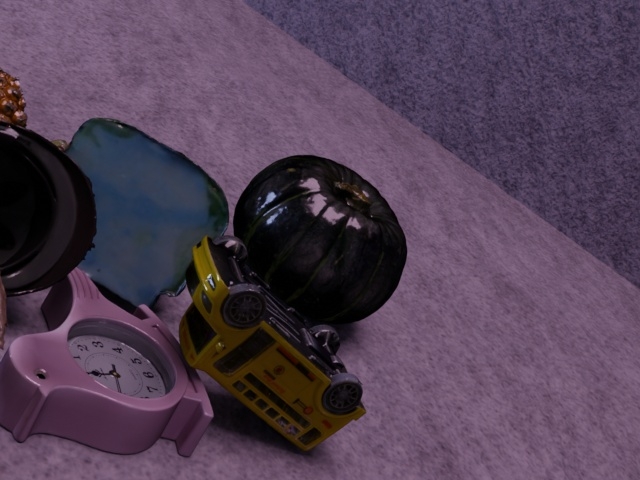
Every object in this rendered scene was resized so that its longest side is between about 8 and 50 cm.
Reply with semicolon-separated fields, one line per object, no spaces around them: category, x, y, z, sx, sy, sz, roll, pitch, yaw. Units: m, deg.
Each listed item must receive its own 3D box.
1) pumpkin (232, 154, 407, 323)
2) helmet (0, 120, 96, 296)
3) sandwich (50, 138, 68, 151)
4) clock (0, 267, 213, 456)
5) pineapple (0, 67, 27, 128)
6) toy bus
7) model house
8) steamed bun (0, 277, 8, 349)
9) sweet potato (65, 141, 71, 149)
pumpkin;0.000;0.000;1.856;0.323;0.241;0.323;39;20;-17
helmet;-0.463;-0.042;1.380;0.305;0.225;0.177;19;-11;-29
sandwich;-0.458;-0.155;1.834;0.083;0.044;0.031;21;29;-21
clock;-0.307;0.145;1.356;0.275;0.080;0.290;12;29;-42
pineapple;-0.558;-0.195;1.634;0.136;0.162;0.176;-2;36;-46
toy bus;-0.082;0.144;1.443;0.330;0.152;0.144;45;10;-33
model house;-0.289;-0.032;1.620;0.261;0.226;0.241;33;-8;-4
steamed bun;-0.470;0.094;1.089;0.251;0.199;0.301;10;54;-27
sweet potato;-0.327;-0.097;1.867;0.281;0.059;0.067;25;-12;-28
